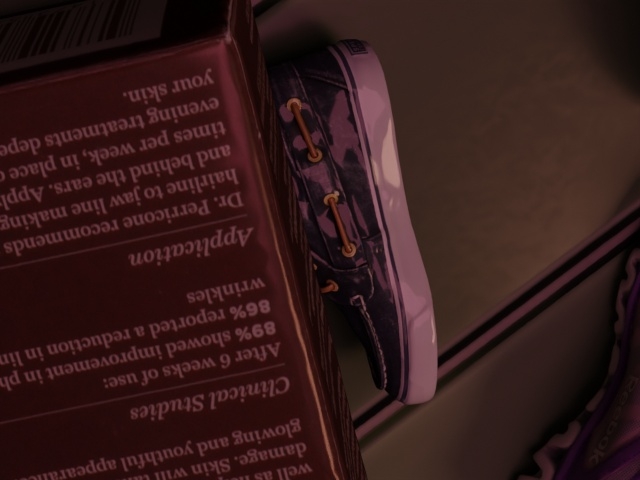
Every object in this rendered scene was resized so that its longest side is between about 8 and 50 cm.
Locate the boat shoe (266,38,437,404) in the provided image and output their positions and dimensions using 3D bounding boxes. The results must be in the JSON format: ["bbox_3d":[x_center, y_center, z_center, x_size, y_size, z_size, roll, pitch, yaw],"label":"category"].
[{"bbox_3d":[0.000,0.000,0.884,0.083,0.065,0.183,-15,106,-9],"label":"boat shoe"}]

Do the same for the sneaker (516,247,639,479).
[{"bbox_3d":[0.192,0.084,0.955,0.095,0.104,0.236,24,96,-24],"label":"sneaker"}]

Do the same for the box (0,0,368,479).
[{"bbox_3d":[-0.081,0.088,0.810,0.191,0.143,0.381,-12,110,3],"label":"box"}]
